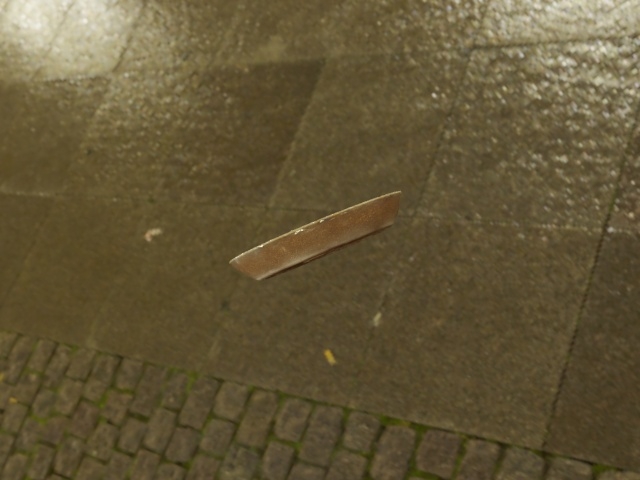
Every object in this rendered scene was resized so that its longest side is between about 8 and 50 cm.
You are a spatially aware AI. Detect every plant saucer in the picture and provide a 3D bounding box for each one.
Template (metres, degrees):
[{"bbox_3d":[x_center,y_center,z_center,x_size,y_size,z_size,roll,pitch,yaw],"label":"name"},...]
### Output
[{"bbox_3d":[0.000,0.000,0.898,0.168,0.168,0.029,-23,87,26],"label":"plant saucer"}]
